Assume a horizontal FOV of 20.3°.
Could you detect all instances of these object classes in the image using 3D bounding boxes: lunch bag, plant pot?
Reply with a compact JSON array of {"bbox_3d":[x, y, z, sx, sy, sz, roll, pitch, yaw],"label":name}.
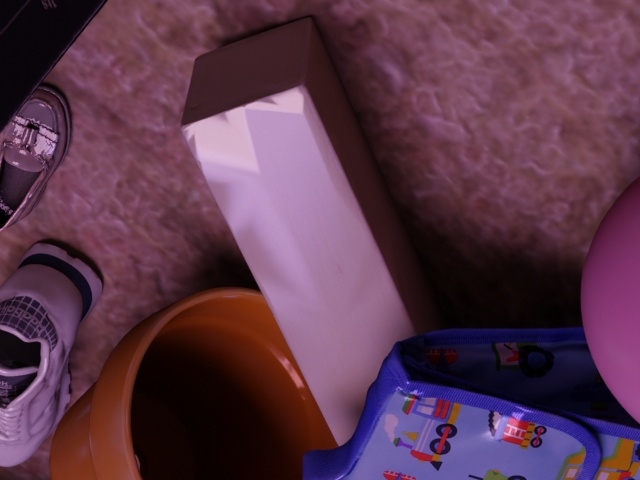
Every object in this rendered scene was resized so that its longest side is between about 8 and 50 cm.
[{"bbox_3d":[0.130,0.158,1.192,0.293,0.138,0.221,7,132,-14],"label":"lunch bag"},{"bbox_3d":[-0.101,0.155,1.316,0.205,0.205,0.188,45,144,-16],"label":"plant pot"}]

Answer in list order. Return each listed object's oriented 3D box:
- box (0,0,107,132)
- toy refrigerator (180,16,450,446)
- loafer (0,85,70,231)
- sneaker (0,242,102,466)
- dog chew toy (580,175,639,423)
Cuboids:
[{"bbox_3d":[-0.323,-0.232,1.018,0.212,0.293,0.395,-18,118,32],"label":"box"},{"bbox_3d":[0.000,0.000,1.189,0.094,0.102,0.269,-18,120,13],"label":"toy refrigerator"},{"bbox_3d":[-0.211,-0.054,1.283,0.045,0.039,0.125,27,132,0],"label":"loafer"},{"bbox_3d":[-0.242,0.107,1.387,0.090,0.095,0.235,22,133,1],"label":"sneaker"},{"bbox_3d":[0.267,-0.034,1.019,0.207,0.206,0.331,14,122,11],"label":"dog chew toy"}]
